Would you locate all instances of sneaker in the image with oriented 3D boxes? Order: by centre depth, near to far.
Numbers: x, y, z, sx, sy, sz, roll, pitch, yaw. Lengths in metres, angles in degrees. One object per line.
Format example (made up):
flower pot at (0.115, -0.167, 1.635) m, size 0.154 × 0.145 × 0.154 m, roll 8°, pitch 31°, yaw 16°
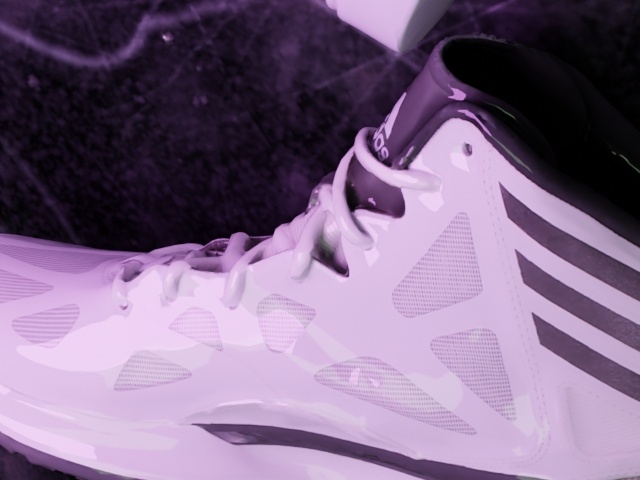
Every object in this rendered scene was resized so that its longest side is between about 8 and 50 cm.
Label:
sneaker at (0.001, 0.000, 0.896) m, size 0.447 × 0.169 × 0.258 m, roll 13°, pitch 118°, yaw 14°

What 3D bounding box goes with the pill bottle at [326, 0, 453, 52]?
pill bottle at (-0.046, -0.200, 0.763) m, size 0.272 × 0.152 × 0.152 m, roll 34°, pitch 133°, yaw 7°
